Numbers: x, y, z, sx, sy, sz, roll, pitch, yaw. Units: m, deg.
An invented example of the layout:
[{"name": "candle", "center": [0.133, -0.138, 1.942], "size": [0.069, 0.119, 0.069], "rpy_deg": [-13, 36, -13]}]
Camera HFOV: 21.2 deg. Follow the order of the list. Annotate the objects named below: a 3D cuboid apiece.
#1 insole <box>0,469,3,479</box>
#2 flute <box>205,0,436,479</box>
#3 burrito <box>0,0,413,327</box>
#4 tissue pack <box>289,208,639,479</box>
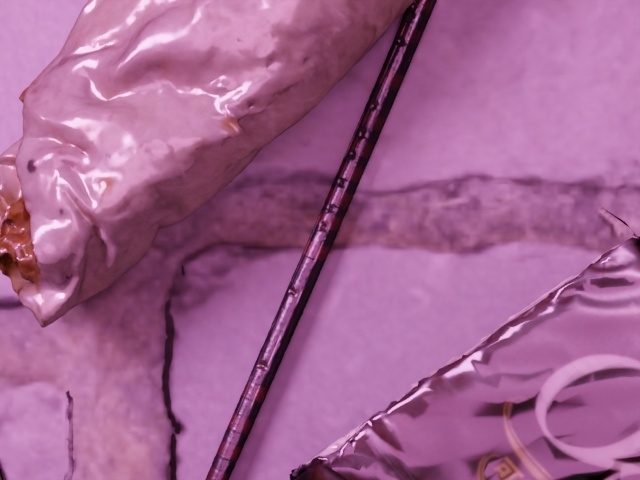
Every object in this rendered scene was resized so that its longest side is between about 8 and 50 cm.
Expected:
[{"name": "insole", "center": [-0.313, 0.190, 0.843], "size": [0.348, 0.009, 0.119], "rpy_deg": [-25, 86, 1]}, {"name": "flute", "center": [0.000, 0.000, 0.835], "size": [0.014, 0.014, 0.269], "rpy_deg": [24, 88, 4]}, {"name": "burrito", "center": [-0.018, -0.126, 0.814], "size": [0.392, 0.076, 0.117], "rpy_deg": [-44, 76, -2]}, {"name": "tissue pack", "center": [0.163, 0.187, 0.714], "size": [0.198, 0.210, 0.370], "rpy_deg": [-37, 82, 9]}]
